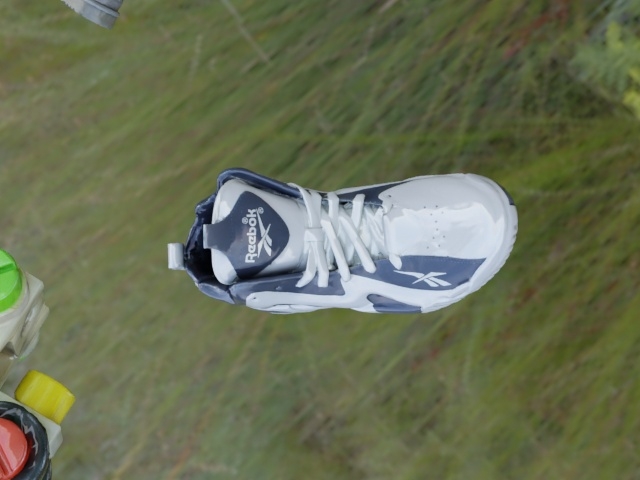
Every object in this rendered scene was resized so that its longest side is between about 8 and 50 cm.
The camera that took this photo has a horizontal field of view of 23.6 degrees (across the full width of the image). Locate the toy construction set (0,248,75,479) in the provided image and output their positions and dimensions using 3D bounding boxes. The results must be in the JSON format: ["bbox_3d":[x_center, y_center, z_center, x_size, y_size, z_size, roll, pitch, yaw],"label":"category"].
[{"bbox_3d":[-0.251,0.106,0.762,0.215,0.328,0.151,30,175,3],"label":"toy construction set"}]

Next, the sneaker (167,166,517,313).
[{"bbox_3d":[0.000,0.000,1.014,0.235,0.094,0.153,-2,175,37],"label":"sneaker"}]

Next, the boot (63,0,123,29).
[{"bbox_3d":[-0.206,-0.333,1.530,0.189,0.208,0.076,36,-169,31],"label":"boot"}]
